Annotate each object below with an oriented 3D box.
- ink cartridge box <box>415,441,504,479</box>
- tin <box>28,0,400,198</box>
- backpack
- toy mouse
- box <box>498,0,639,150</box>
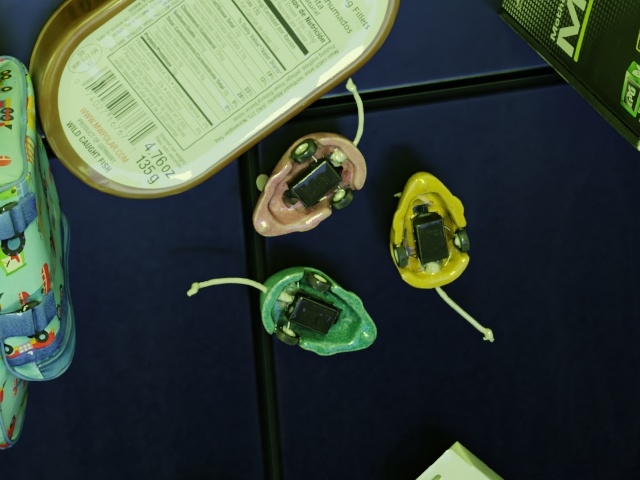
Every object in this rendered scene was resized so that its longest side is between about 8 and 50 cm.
[{"bbox_3d":[0.077,0.144,1.056,0.048,0.028,0.083,-44,117,8],"label":"ink cartridge box"},{"bbox_3d":[-0.047,-0.095,0.909,0.190,0.040,0.106,-37,122,4],"label":"tin"},{"bbox_3d":[-0.168,0.025,0.864,0.117,0.158,0.173,-10,119,-2],"label":"backpack"},{"bbox_3d":[0.000,0.000,0.967,0.143,0.031,0.161,-19,118,-6],"label":"toy mouse"},{"bbox_3d":[0.149,-0.154,0.849,0.045,0.184,0.190,8,113,-20],"label":"box"}]
